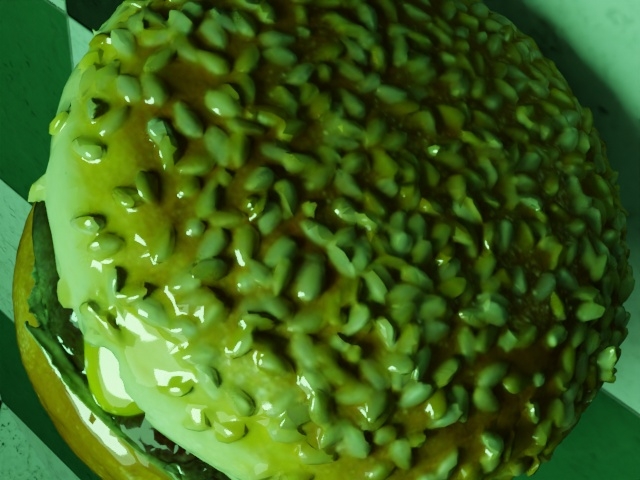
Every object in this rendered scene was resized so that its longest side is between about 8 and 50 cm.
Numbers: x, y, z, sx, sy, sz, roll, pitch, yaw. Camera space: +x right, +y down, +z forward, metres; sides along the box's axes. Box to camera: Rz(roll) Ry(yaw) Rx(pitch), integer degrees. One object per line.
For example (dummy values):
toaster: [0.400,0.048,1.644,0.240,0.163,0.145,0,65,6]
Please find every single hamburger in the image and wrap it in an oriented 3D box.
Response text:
hamburger: [0.000,0.000,0.536,0.330,0.330,0.250,50,151,4]
